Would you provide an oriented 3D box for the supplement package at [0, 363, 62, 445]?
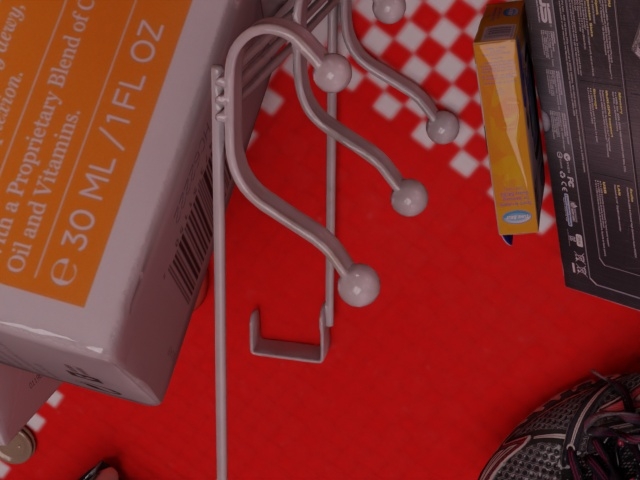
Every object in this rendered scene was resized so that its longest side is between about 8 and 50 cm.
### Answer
[{"bbox_3d":[-0.306,0.049,0.888,0.244,0.139,0.134,-2,115,20],"label":"supplement package"}]

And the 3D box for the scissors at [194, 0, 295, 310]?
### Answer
[{"bbox_3d":[-0.093,-0.068,0.852,0.109,0.021,0.297,25,121,3],"label":"scissors"}]

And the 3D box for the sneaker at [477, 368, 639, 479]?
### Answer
[{"bbox_3d":[0.219,0.119,0.794,0.299,0.112,0.121,-29,68,25],"label":"sneaker"}]

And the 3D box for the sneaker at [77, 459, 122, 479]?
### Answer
[{"bbox_3d":[-0.213,0.225,0.988,0.235,0.094,0.153,15,117,6],"label":"sneaker"}]

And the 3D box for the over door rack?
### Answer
[{"bbox_3d":[0.000,0.000,0.741,0.108,0.239,0.324,18,119,9],"label":"over door rack"}]

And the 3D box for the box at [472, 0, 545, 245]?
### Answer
[{"bbox_3d":[0.116,-0.067,0.766,0.028,0.081,0.136,-6,115,16],"label":"box"}]

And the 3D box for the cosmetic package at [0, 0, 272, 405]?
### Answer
[{"bbox_3d":[-0.277,-0.085,0.713,0.453,0.161,0.230,15,75,6],"label":"cosmetic package"}]

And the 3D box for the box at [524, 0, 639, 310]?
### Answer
[{"bbox_3d":[0.204,-0.063,0.703,0.183,0.056,0.231,18,129,51],"label":"box"}]

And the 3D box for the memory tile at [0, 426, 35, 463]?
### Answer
[{"bbox_3d":[-0.301,0.131,1.008,0.148,0.012,0.113,-4,115,15],"label":"memory tile"}]
